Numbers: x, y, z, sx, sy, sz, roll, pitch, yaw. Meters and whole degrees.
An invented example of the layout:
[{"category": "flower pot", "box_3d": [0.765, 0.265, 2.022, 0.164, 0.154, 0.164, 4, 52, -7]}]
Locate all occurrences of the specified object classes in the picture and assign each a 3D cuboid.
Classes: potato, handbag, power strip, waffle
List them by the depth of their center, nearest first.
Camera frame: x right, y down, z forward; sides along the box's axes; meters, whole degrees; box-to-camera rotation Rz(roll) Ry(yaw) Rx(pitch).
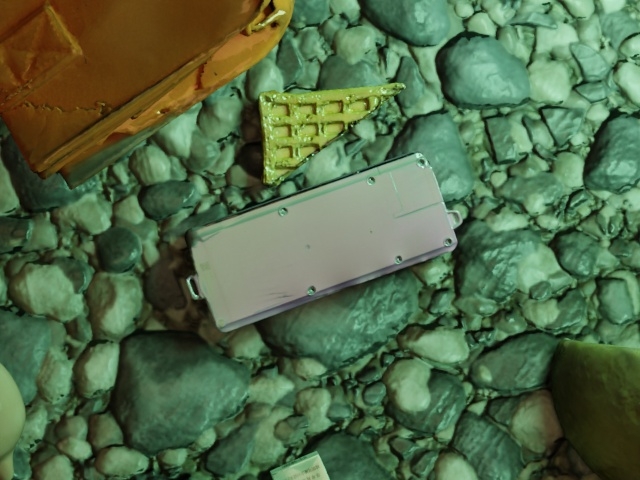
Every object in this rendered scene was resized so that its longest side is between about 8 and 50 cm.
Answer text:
[{"category": "handbag", "box_3d": [-0.240, -0.288, 1.348, 0.303, 0.116, 0.410, -35, 82, 6]}, {"category": "potato", "box_3d": [0.369, 0.205, 1.451, 0.264, 0.189, 0.211, 8, 91, -7]}, {"category": "power strip", "box_3d": [0.000, 0.000, 1.476, 0.279, 0.037, 0.109, -19, 93, -6]}, {"category": "waffle", "box_3d": [0.013, -0.106, 1.482, 0.153, 0.023, 0.097, -6, 94, -7]}]

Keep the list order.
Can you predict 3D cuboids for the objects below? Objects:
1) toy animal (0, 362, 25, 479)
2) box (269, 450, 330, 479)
[{"category": "toy animal", "box_3d": [-0.371, 0.131, 1.388, 0.165, 0.149, 0.248, -34, 107, -20]}, {"category": "box", "box_3d": [-0.011, 0.260, 1.490, 0.054, 0.024, 0.083, -23, 93, -8]}]
